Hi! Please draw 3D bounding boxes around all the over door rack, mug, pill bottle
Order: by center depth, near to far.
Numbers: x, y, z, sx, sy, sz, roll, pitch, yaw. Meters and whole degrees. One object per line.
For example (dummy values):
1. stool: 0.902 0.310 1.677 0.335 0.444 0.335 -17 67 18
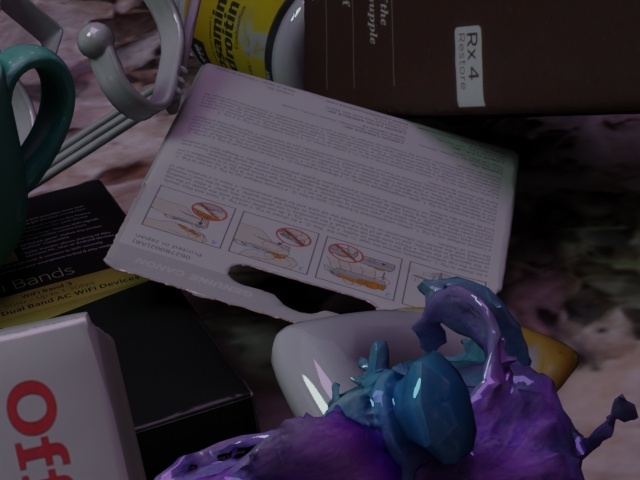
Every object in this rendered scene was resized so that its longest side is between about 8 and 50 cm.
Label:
1. mug: -0.185 -0.024 0.842 0.158 0.097 0.129 -10 26 -4
2. over door rack: -0.160 -0.127 1.069 0.239 0.108 0.324 -29 23 29
3. pill bottle: -0.027 -0.142 1.187 0.103 0.103 0.184 -22 31 -24

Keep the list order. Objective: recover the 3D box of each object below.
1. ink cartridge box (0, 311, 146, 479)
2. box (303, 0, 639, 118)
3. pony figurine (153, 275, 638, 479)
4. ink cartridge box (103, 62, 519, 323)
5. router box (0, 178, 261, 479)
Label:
1. ink cartridge box: -0.163 0.129 0.590 0.233 0.171 0.168 -13 -3 -7
2. box: 0.143 -0.156 0.949 0.143 0.191 0.381 -3 3 -35
3. pony figurine: 0.045 0.153 0.420 0.351 0.303 0.363 47 23 22
4. ink cartridge box: 0.000 0.000 0.914 0.181 0.056 0.224 16 32 0
5. router box: -0.204 0.089 0.828 0.309 0.081 0.243 -16 29 -15
